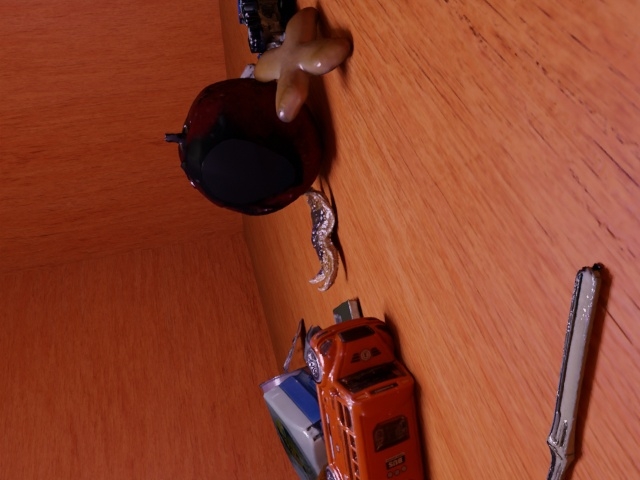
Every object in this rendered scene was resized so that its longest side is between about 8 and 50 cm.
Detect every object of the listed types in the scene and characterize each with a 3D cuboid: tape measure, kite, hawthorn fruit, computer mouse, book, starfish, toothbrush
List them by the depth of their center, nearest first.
[{"bbox_3d":[0.201,0.151,0.425,0.026,0.028,0.293,-126,33,-61],"label":"toothbrush"},{"bbox_3d":[-0.134,-0.185,1.038,0.316,0.316,0.315,169,90,-78],"label":"hawthorn fruit"},{"bbox_3d":[0.079,0.273,1.071,0.201,0.026,0.289,125,133,-74],"label":"book"},{"bbox_3d":[0.002,0.000,1.117,0.215,0.071,0.238,87,177,-54],"label":"starfish"},{"bbox_3d":[-0.024,0.515,1.362,0.259,0.138,0.261,25,134,61],"label":"tape measure"},{"bbox_3d":[-0.014,0.316,1.431,0.231,0.071,0.125,-154,54,-76],"label":"computer mouse"},{"bbox_3d":[-0.108,0.406,1.875,0.360,0.022,0.204,108,179,-69],"label":"kite"}]

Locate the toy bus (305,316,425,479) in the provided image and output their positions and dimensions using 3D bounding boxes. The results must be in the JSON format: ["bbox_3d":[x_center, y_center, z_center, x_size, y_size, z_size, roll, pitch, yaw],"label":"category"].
[{"bbox_3d":[0.082,0.298,0.834,0.153,0.143,0.328,-168,68,-66],"label":"toy bus"}]

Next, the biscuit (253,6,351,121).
[{"bbox_3d":[-0.040,-0.304,0.864,0.047,0.164,0.207,33,-160,-38],"label":"biscuit"}]

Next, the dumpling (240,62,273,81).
[{"bbox_3d":[-0.131,-0.304,1.312,0.205,0.164,0.292,4,107,42],"label":"dumpling"}]

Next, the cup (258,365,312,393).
[{"bbox_3d":[-0.059,0.568,1.640,0.203,0.203,0.288,107,144,-65],"label":"cup"}]

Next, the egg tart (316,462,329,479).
[{"bbox_3d":[0.062,0.528,1.008,0.202,0.203,0.147,-144,54,-73],"label":"egg tart"}]

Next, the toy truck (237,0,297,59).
[{"bbox_3d":[-0.112,-0.477,1.093,0.126,0.113,0.207,109,149,-69],"label":"toy truck"}]
